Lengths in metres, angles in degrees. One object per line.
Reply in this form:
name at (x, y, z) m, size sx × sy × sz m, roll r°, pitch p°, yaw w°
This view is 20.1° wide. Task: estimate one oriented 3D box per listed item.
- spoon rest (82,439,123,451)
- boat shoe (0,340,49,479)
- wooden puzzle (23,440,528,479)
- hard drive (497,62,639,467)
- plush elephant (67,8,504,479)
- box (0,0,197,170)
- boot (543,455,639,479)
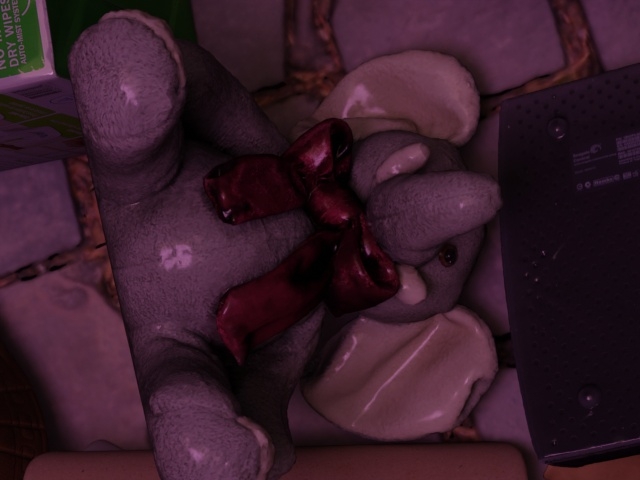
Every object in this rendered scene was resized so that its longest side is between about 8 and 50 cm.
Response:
spoon rest at (-0.199, 0.271, 1.225) m, size 0.137 × 0.084 × 0.276 m, roll 25°, pitch 94°, yaw 15°
boat shoe at (-0.266, 0.098, 1.227) m, size 0.089 × 0.104 × 0.285 m, roll -40°, pitch 55°, yaw 24°
wooden puzzle at (-0.026, 0.284, 1.089) m, size 0.322 × 0.080 × 0.348 m, roll -1°, pitch 54°, yaw 0°
hard drive at (0.197, 0.009, 1.084) m, size 0.172 × 0.054 × 0.255 m, roll -15°, pitch 56°, yaw 19°
plush elephant at (0.000, 0.000, 1.099) m, size 0.255 × 0.330 × 0.272 m, roll -12°, pitch 87°, yaw -7°
box at (-0.226, -0.118, 1.153) m, size 0.231 × 0.262 × 0.127 m, roll -10°, pitch 85°, yaw 16°
boot at (0.299, 0.130, 1.072) m, size 0.269 × 0.089 × 0.236 m, roll 35°, pitch 110°, yaw 15°
